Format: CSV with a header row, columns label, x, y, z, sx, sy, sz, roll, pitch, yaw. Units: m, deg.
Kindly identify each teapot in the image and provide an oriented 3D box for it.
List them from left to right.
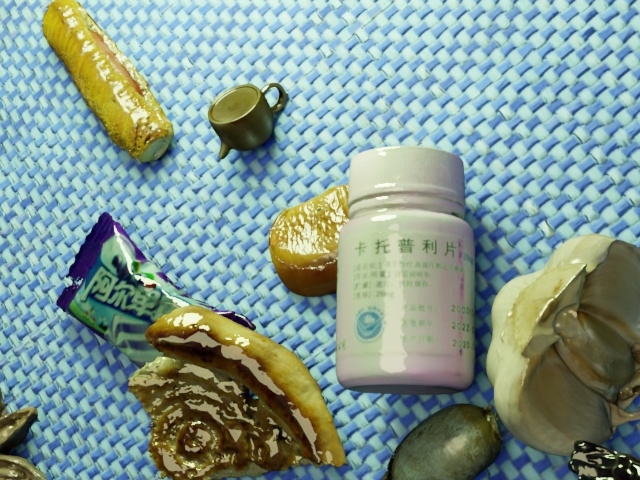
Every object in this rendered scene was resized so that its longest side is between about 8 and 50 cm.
label,x,y,z,sx,sy,sz,roll,pitch,yaw
teapot,-0.087,-0.150,1.363,0.121,0.068,0.076,-42,41,-14

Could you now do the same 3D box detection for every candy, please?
label,x,y,z,sx,sy,sz,roll,pitch,yaw
candy,-0.212,0.089,1.358,0.275,0.070,0.145,35,100,22

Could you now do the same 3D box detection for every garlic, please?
label,x,y,z,sx,sy,sz,roll,pitch,yaw
garlic,0.246,0.107,1.121,0.143,0.178,0.229,-1,55,54

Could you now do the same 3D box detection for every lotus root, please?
label,x,y,z,sx,sy,sz,roll,pitch,yaw
lotus root,0.125,0.232,1.170,0.165,0.088,0.088,-41,65,21

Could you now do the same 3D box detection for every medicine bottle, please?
label,x,y,z,sx,sy,sz,roll,pitch,yaw
medicine bottle,0.092,0.036,1.189,0.152,0.152,0.254,-5,77,23

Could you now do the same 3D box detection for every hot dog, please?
label,x,y,z,sx,sy,sz,roll,pitch,yaw
hot dog,-0.292,-0.219,1.466,0.083,0.068,0.289,-46,65,15

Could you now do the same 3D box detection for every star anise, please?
label,x,y,z,sx,sy,sz,roll,pitch,yaw
star anise,-0.425,0.295,1.405,0.172,0.063,0.208,39,91,22

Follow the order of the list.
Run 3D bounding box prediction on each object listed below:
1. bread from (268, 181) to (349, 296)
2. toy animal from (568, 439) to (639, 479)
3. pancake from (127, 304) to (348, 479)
label,x,y,z,sx,sy,sz,roll,pitch,yaw
bread,0.000,0.000,1.299,0.129,0.044,0.126,-22,68,21
toy animal,0.353,0.289,1.008,0.197,0.160,0.272,-27,68,15
pancake,-0.105,0.175,1.265,0.258,0.056,0.212,-9,89,13
